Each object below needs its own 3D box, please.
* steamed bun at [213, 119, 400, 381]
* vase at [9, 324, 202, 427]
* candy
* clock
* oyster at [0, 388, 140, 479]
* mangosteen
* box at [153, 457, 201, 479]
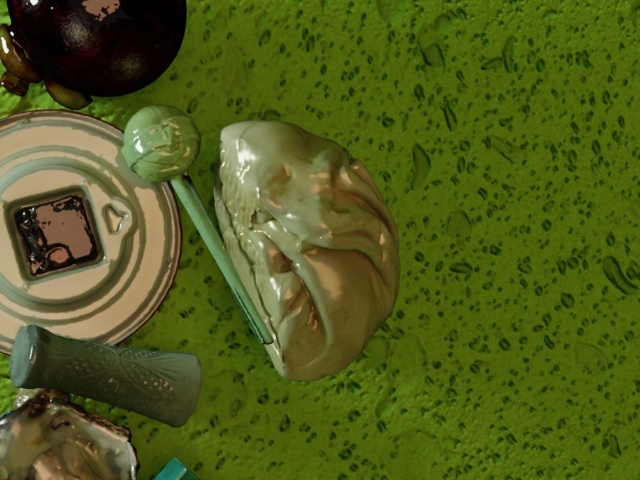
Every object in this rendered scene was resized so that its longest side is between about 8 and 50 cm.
[{"bbox_3d":[0.000,0.002,1.326,0.203,0.276,0.289,-15,56,-18],"label":"steamed bun"},{"bbox_3d":[-0.261,0.161,1.290,0.219,0.096,0.096,18,81,-31],"label":"vase"},{"bbox_3d":[-0.140,-0.019,1.289,0.093,0.092,0.335,-19,73,-41],"label":"candy"},{"bbox_3d":[-0.329,-0.007,1.324,0.319,0.080,0.318,1,85,-15],"label":"clock"},{"bbox_3d":[-0.329,0.298,1.299,0.214,0.083,0.223,40,77,-8],"label":"oyster"},{"bbox_3d":[-0.291,-0.265,1.291,0.265,0.228,0.228,-36,97,16],"label":"mangosteen"},{"bbox_3d":[-0.206,0.401,1.315,0.226,0.042,0.161,-48,129,-14],"label":"box"}]
